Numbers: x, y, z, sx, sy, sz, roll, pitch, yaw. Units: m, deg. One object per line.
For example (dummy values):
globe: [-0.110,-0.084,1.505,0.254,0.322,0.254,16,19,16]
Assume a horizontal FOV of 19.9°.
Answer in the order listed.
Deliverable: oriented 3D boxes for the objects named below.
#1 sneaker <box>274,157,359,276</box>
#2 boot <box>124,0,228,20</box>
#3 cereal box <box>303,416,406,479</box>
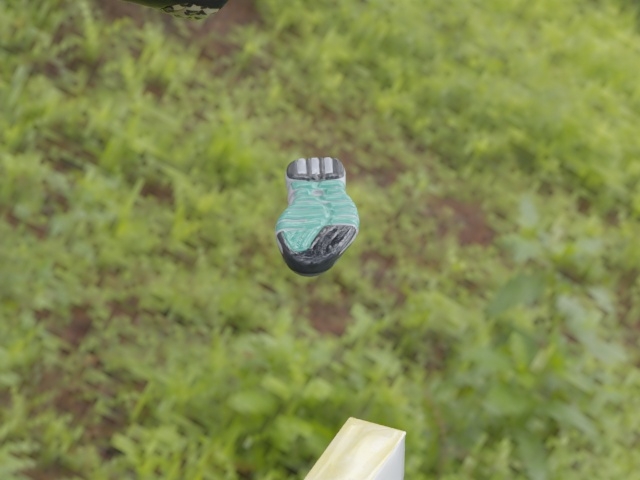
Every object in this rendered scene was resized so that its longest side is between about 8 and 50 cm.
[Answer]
sneaker: [0.000,0.000,1.852,0.083,0.098,0.224,0,27,4]
boot: [-0.132,-0.222,1.267,0.178,0.085,0.236,12,-12,-24]
cereal box: [0.004,0.259,1.188,0.047,0.240,0.173,14,36,21]
